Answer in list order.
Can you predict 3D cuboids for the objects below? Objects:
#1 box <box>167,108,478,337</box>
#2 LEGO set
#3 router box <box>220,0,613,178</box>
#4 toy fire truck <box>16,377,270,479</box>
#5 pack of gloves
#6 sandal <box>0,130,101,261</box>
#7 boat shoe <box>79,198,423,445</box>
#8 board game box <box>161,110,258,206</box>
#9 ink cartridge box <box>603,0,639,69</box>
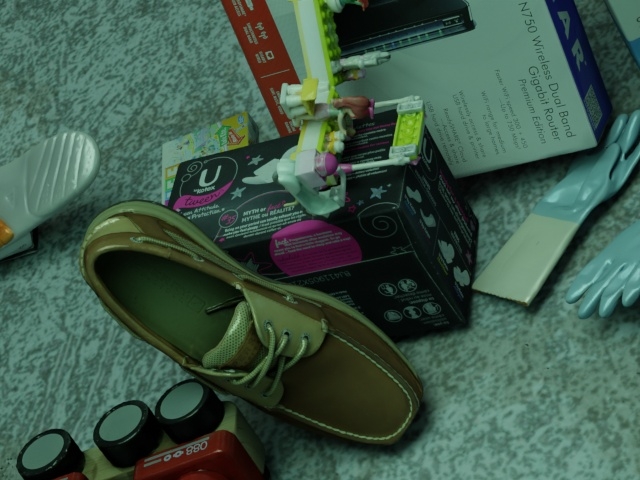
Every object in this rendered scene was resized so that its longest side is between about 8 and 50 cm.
[{"bbox_3d":[0.000,0.000,1.745,0.247,0.163,0.142,-12,42,24],"label":"box"},{"bbox_3d":[0.028,-0.152,1.653,0.107,0.132,0.287,-8,64,19],"label":"LEGO set"},{"bbox_3d":[0.072,-0.217,1.759,0.301,0.335,0.082,-13,23,27],"label":"router box"},{"bbox_3d":[-0.150,0.275,1.626,0.217,0.158,0.246,-20,34,15],"label":"toy fire truck"},{"bbox_3d":[0.268,-0.018,1.693,0.232,0.046,0.195,-52,30,-16],"label":"pack of gloves"},{"bbox_3d":[-0.320,-0.031,2.043,0.265,0.076,0.102,-24,65,28],"label":"sandal"},{"bbox_3d":[-0.067,0.085,1.621,0.122,0.324,0.120,-61,3,13],"label":"boat shoe"},{"bbox_3d":[-0.114,-0.057,1.972,0.103,0.026,0.154,-21,44,16],"label":"board game box"},{"bbox_3d":[0.308,-0.327,1.700,0.198,0.270,0.197,-27,43,11],"label":"ink cartridge box"}]
